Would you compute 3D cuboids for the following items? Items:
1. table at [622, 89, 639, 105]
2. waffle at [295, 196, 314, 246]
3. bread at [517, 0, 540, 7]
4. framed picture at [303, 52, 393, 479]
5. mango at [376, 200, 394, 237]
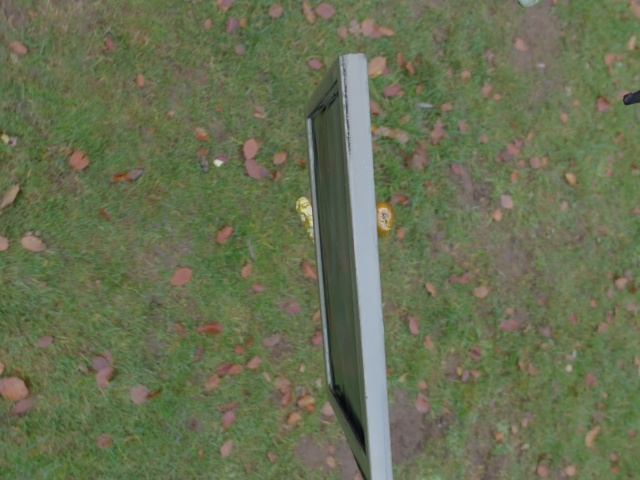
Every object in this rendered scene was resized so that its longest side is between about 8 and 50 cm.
[{"bbox_3d":[0.635,-0.198,0.961,0.317,0.249,0.317,25,54,-40],"label":"table"},{"bbox_3d":[0.000,0.000,1.276,0.038,0.191,0.191,-26,101,-2],"label":"waffle"},{"bbox_3d":[0.567,-0.733,1.629,0.267,0.040,0.267,-36,137,-41],"label":"bread"},{"bbox_3d":[0.024,0.030,0.784,0.028,0.326,0.446,-5,93,-8],"label":"framed picture"},{"bbox_3d":[0.126,-0.049,1.377,0.063,0.127,0.077,13,100,0],"label":"mango"}]
